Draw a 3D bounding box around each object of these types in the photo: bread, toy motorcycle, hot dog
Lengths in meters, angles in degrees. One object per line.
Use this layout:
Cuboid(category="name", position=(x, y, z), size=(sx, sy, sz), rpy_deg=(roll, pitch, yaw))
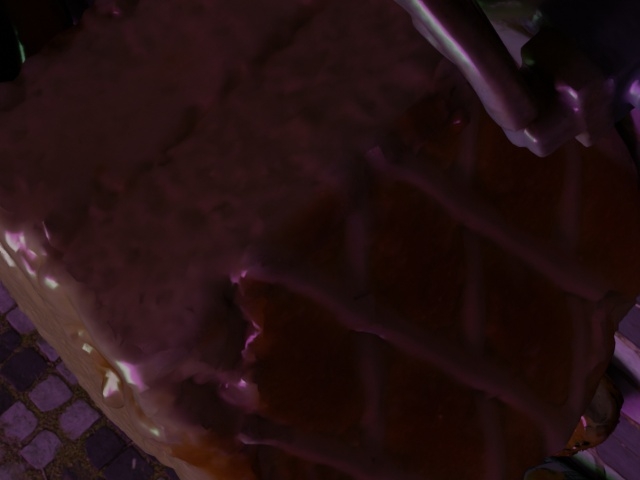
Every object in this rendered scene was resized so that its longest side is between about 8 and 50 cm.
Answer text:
Cuboid(category="bread", position=(0.000, 0.000, 1.250), size=(0.279, 0.371, 0.390), rpy_deg=(34, 161, 40))
Cuboid(category="toy motorcycle", position=(0.083, -0.196, 0.881), size=(0.237, 0.168, 0.410), rpy_deg=(48, 174, 25))
Cuboid(category="hot dog", position=(0.214, 0.150, 1.696), size=(0.289, 0.068, 0.083), rpy_deg=(134, 116, -81))

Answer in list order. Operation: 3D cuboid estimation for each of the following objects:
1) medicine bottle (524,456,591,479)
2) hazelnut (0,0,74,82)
Cuboid(category="medicine bottle", position=(0.200, 0.279, 1.944), size=(0.293, 0.141, 0.141), rpy_deg=(31, 160, 48))
Cuboid(category="hazelnut", position=(-0.474, -0.234, 2.034), size=(0.429, 0.402, 0.402), rpy_deg=(61, 172, 21))
